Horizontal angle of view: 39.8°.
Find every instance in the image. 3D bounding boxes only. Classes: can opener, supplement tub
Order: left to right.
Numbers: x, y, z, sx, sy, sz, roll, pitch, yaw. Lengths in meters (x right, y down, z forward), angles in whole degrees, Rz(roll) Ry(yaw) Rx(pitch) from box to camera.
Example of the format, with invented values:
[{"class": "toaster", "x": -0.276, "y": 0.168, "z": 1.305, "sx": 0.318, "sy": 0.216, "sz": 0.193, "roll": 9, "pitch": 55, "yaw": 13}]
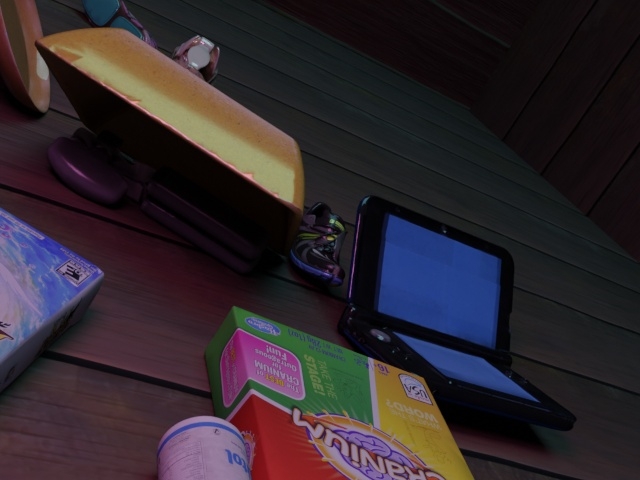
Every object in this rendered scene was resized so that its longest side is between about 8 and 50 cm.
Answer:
[{"class": "can opener", "x": -0.197, "y": -0.043, "z": 1.078, "sx": 0.280, "sy": 0.074, "sz": 0.093, "roll": 29, "pitch": 53, "yaw": -2}, {"class": "supplement tub", "x": -0.084, "y": 0.188, "z": 0.652, "sx": 0.071, "sy": 0.071, "sz": 0.107, "roll": 23, "pitch": 21, "yaw": -24}]

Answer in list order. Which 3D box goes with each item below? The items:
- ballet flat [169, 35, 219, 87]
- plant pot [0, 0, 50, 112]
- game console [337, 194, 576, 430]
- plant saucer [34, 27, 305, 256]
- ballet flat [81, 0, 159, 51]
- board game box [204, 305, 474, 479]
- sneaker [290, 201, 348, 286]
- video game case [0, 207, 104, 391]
[{"class": "ballet flat", "x": -0.229, "y": -0.311, "z": 1.606, "sx": 0.108, "sy": 0.106, "sz": 0.316, "roll": 27, "pitch": 19, "yaw": -14}, {"class": "plant pot", "x": -0.403, "y": -0.282, "z": 1.159, "sx": 0.032, "sy": 0.236, "sz": 0.236, "roll": -11, "pitch": 29, "yaw": -5}, {"class": "game console", "x": 0.186, "y": 0.092, "z": 1.129, "sx": 0.293, "sy": 0.173, "sz": 0.250, "roll": 19, "pitch": 10, "yaw": -32}, {"class": "plant saucer", "x": -0.150, "y": -0.120, "z": 1.062, "sx": 0.333, "sy": 0.081, "sz": 0.333, "roll": 32, "pitch": -10, "yaw": 0}, {"class": "ballet flat", "x": -0.382, "y": -0.413, "z": 1.696, "sx": 0.221, "sy": 0.077, "sz": 0.079, "roll": 47, "pitch": 5, "yaw": 26}, {"class": "board game box", "x": 0.030, "y": 0.205, "z": 0.791, "sx": 0.242, "sy": 0.064, "sz": 0.316, "roll": 23, "pitch": 21, "yaw": -24}, {"class": "sneaker", "x": 0.000, "y": 0.000, "z": 1.227, "sx": 0.067, "sy": 0.078, "sz": 0.188, "roll": 33, "pitch": 18, "yaw": -23}, {"class": "video game case", "x": -0.339, "y": 0.015, "z": 0.701, "sx": 0.269, "sy": 0.061, "sz": 0.244, "roll": 31, "pitch": 20, "yaw": -2}]
